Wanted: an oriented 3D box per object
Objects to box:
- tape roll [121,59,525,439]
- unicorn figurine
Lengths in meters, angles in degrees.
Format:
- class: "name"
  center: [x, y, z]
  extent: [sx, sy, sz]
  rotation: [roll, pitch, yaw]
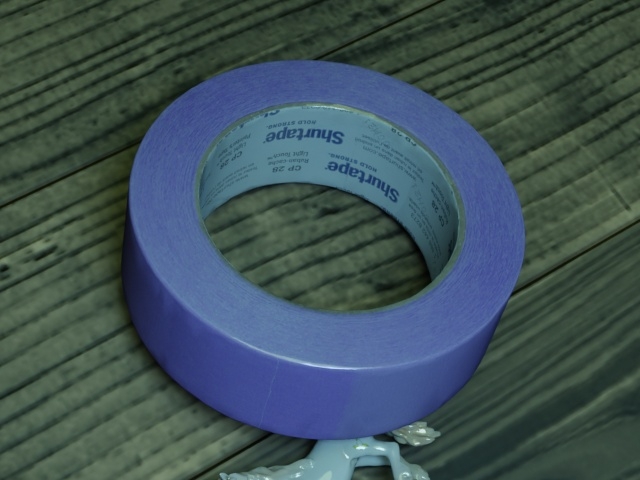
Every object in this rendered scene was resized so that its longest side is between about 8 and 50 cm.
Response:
- class: "tape roll"
  center: [0.000, 0.000, 1.033]
  extent: [0.274, 0.090, 0.275]
  rotation: [6, 51, -8]
- class: "unicorn figurine"
  center: [0.002, 0.166, 0.994]
  extent: [0.111, 0.060, 0.162]
  rotation: [35, 46, 15]
